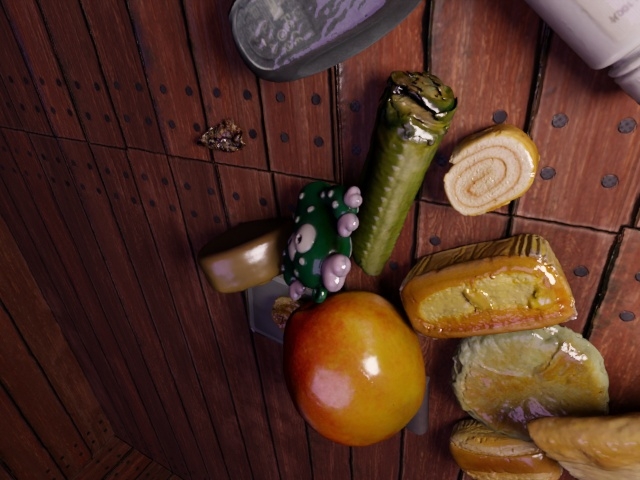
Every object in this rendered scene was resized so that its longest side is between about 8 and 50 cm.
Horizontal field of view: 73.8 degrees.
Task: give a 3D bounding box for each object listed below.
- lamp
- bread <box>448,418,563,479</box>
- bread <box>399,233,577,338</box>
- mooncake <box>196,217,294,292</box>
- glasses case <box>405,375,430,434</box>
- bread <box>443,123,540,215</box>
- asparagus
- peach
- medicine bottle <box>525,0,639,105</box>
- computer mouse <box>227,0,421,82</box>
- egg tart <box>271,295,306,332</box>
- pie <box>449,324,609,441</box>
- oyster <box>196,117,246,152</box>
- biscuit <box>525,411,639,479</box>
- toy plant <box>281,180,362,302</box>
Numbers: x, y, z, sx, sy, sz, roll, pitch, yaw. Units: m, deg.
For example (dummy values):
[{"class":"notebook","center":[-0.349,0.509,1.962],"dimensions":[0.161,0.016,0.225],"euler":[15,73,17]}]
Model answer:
[{"class":"lamp","center":[-0.085,0.192,1.142],"dimensions":[0.269,0.047,0.266],"euler":[20,128,22]},{"class":"bread","center":[0.410,0.474,0.954],"dimensions":[0.236,0.106,0.139],"euler":[-26,100,41]},{"class":"bread","center":[0.291,0.090,0.772],"dimensions":[0.288,0.119,0.152],"euler":[-18,112,40]},{"class":"mooncake","center":[-0.166,0.038,0.975],"dimensions":[0.235,0.235,0.116],"euler":[-3,116,35]},{"class":"glasses case","center":[0.236,0.407,1.075],"dimensions":[0.072,0.042,0.190],"euler":[16,127,35]},{"class":"bread","center":[0.269,-0.116,0.685],"dimensions":[0.149,0.073,0.122],"euler":[-31,94,41]},{"class":"asparagus","center":[0.122,-0.102,0.766],"dimensions":[0.128,0.108,0.381],"euler":[45,140,30]},{"class":"peach","center":[0.063,0.258,0.915],"dimensions":[0.332,0.307,0.308],"euler":[48,134,-12]},{"class":"medicine bottle","center":[0.340,-0.275,0.477],"dimensions":[0.252,0.144,0.144],"euler":[48,134,0]},{"class":"computer mouse","center":[0.018,-0.387,0.643],"dimensions":[0.374,0.114,0.203],"euler":[-22,103,33]},{"class":"egg tart","center":[-0.061,0.187,1.055],"dimensions":[0.131,0.052,0.130],"euler":[17,126,24]},{"class":"pie","center":[0.403,0.276,0.837],"dimensions":[0.307,0.071,0.306],"euler":[15,121,27]},{"class":"oyster","center":[-0.226,-0.225,0.972],"dimensions":[0.132,0.029,0.086],"euler":[-27,102,41]},{"class":"biscuit","center":[0.643,0.380,0.655],"dimensions":[0.429,0.103,0.446],"euler":[41,138,-21]},{"class":"toy plant","center":[-0.002,0.003,0.818],"dimensions":[0.233,0.113,0.243],"euler":[0,78,63]}]
